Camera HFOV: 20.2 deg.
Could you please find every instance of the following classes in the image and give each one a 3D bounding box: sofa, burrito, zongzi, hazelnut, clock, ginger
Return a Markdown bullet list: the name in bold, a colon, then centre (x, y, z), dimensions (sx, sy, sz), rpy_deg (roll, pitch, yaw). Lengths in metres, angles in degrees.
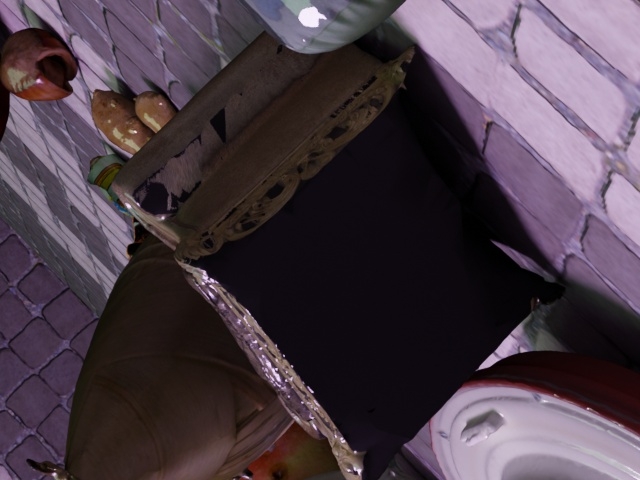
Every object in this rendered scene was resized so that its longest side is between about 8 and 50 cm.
- **sofa**: centre (0.000, 0.000, 1.165), dimensions (0.182, 0.200, 0.258), rpy_deg (26, 157, 53)
- **burrito**: centre (-0.173, -0.015, 2.026), dimensions (0.288, 0.054, 0.104), rpy_deg (33, 162, 49)
- **zongzi**: centre (-0.135, 0.158, 1.379), dimensions (0.181, 0.418, 0.447), rpy_deg (35, 136, 5)
- **hazelnut**: centre (-0.295, -0.182, 1.884), dimensions (0.086, 0.086, 0.086), rpy_deg (44, 167, 13)
- **clock**: centre (0.207, 0.201, 1.208), dimensions (0.318, 0.080, 0.318), rpy_deg (31, 152, 19)
- **ginger**: centre (-0.163, -0.092, 1.762), dimensions (0.176, 0.052, 0.193), rpy_deg (50, 167, 10)

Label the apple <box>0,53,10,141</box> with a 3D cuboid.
- **apple**: centre (-0.523, -0.218, 2.061), dimensions (0.365, 0.295, 0.329), rpy_deg (41, 140, 38)

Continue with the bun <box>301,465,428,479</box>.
- **bun**: centre (0.052, 0.370, 2.086), dimensions (0.283, 0.283, 0.179), rpy_deg (50, -164, -15)

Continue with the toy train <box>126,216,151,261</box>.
- **toy train**: centre (-0.074, 0.036, 1.603), dimensions (0.100, 0.161, 0.296), rpy_deg (-7, 141, 19)

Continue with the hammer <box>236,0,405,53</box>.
- **hammer**: centre (-0.050, -0.195, 0.963), dimensions (0.206, 0.119, 0.335), rpy_deg (49, 174, -9)

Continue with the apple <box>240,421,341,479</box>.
- **apple**: centre (-0.060, 0.371, 2.317), dimensions (0.348, 0.277, 0.348), rpy_deg (51, 171, 11)
